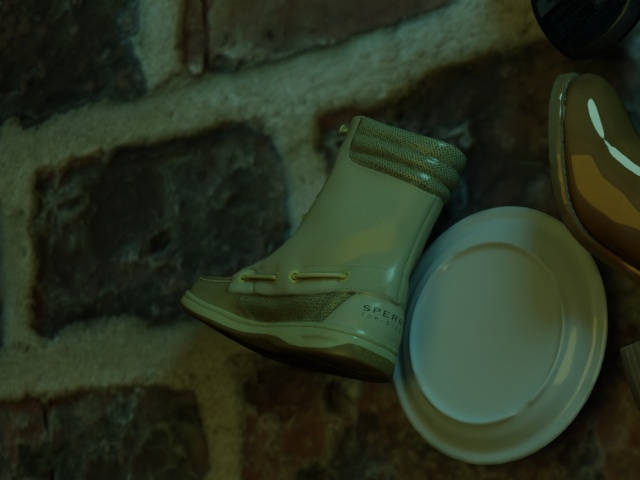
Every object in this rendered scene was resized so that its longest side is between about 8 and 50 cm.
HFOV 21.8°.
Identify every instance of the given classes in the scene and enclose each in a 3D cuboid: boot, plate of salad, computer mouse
[{"bbox_3d":[0.000,0.000,1.361,0.262,0.095,0.203,7,73,56],"label":"boot"},{"bbox_3d":[0.137,0.073,1.268,0.199,0.048,0.200,-12,70,38],"label":"plate of salad"},{"bbox_3d":[0.219,-0.263,1.276,0.184,0.060,0.262,-46,45,25],"label":"computer mouse"},{"bbox_3d":[0.286,-0.022,1.137,0.220,0.109,0.283,-27,68,31],"label":"boot"}]
